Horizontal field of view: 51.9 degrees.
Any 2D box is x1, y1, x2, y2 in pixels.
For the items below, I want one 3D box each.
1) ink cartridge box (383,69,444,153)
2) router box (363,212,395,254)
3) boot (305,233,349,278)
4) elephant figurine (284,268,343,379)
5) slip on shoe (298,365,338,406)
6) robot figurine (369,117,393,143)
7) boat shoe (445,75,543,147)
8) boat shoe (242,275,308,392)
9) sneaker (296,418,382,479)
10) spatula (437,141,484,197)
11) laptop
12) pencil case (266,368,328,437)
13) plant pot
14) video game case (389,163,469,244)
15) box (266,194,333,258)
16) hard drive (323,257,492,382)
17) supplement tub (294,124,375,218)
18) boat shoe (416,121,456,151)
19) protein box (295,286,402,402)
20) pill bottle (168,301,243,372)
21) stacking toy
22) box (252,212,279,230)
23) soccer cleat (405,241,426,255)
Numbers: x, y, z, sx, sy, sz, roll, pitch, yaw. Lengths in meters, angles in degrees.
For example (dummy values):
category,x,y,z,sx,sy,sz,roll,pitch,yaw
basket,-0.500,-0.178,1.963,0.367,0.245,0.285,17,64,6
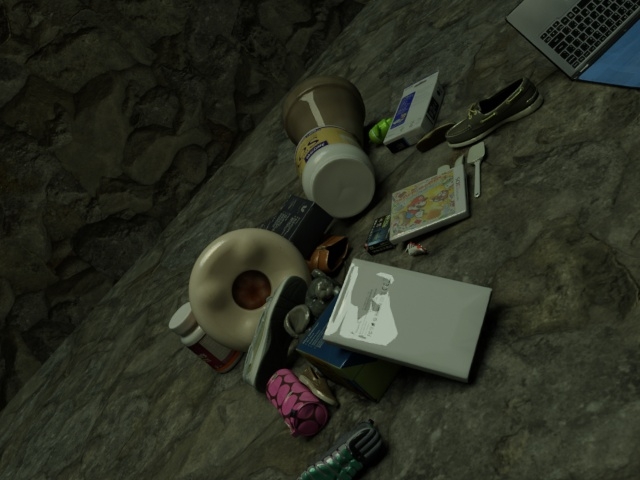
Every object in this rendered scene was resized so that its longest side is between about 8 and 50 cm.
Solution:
category,x,y,z,sx,sy,sz,roll,pitch,yaw
ink cartridge box,0.337,-0.453,2.304,0.165,0.065,0.333,-21,35,42
router box,0.185,-0.021,1.888,0.092,0.038,0.122,-20,34,41
boot,0.000,0.000,2.051,0.220,0.109,0.283,-16,39,48
elephant figurine,-0.009,0.218,1.696,0.239,0.169,0.186,-60,-5,3
slip on shoe,0.001,0.345,1.556,0.041,0.051,0.135,-55,38,-5
robot figurine,0.224,-0.394,2.377,0.115,0.067,0.101,-38,-2,24
boat shoe,0.486,-0.371,1.909,0.305,0.091,0.109,-26,30,35
boat shoe,-0.127,0.244,1.770,0.103,0.118,0.321,13,86,50
sneaker,0.035,0.458,1.350,0.223,0.083,0.098,-38,4,3
spatula,0.389,-0.173,1.837,0.168,0.019,0.242,-27,30,32
laptop,0.776,-0.621,1.703,0.382,0.408,0.236,-44,-9,0
pencil case,-0.065,0.387,1.574,0.098,0.095,0.209,-54,23,-4
plant pot,0.034,-0.410,2.462,0.323,0.323,0.280,-36,41,19
video game case,0.296,-0.100,1.802,0.227,0.026,0.206,-23,35,27
box,-0.068,-0.044,2.013,0.156,0.093,0.158,-56,31,-7
hard drive,0.182,0.160,1.378,0.307,0.040,0.203,12,63,21
supplement tub,0.047,-0.230,2.184,0.241,0.241,0.331,-40,24,10
boat shoe,0.367,-0.338,2.084,0.152,0.056,0.049,-27,35,34
protein box,0.089,0.232,1.518,0.200,0.136,0.201,-52,26,-17
pill bottle,-0.344,0.292,1.989,0.121,0.221,0.121,-35,26,20
stacking toy,-0.236,0.138,2.043,0.350,0.350,0.480,-48,10,-8
box,-0.225,0.021,2.431,0.183,0.056,0.231,-28,29,33
soccer cleat,0.250,0.027,1.728,0.036,0.029,0.083,-56,22,-3
